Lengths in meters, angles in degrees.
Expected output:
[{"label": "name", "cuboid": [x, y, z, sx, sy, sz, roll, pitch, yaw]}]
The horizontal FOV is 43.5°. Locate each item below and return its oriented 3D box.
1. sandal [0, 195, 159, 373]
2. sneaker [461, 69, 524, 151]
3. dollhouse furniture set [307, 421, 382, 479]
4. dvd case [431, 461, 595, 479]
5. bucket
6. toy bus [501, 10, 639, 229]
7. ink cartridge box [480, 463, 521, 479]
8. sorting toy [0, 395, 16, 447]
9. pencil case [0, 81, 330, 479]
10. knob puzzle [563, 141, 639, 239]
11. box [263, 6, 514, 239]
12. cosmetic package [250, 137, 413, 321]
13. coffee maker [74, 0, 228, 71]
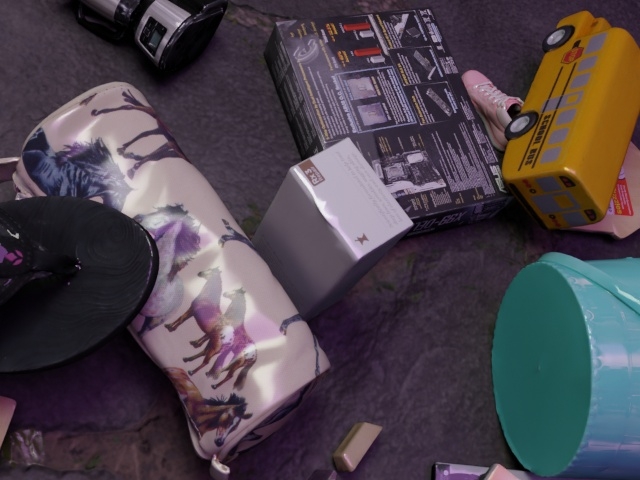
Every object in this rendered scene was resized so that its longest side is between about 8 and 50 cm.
[{"label": "sandal", "cuboid": [-0.374, 0.034, 0.724, 0.446, 0.107, 0.167, 0, 78, 2]}, {"label": "sneaker", "cuboid": [0.252, -0.199, 1.143, 0.051, 0.070, 0.134, -18, 73, -23]}, {"label": "dollhouse furniture set", "cuboid": [0.055, 0.261, 0.876, 0.081, 0.091, 0.114, 49, 57, -12]}, {"label": "dvd case", "cuboid": [0.241, 0.349, 0.892, 0.239, 0.029, 0.179, 6, 65, -1]}, {"label": "bucket", "cuboid": [0.327, 0.143, 0.914, 0.183, 0.281, 0.281, 3, 67, -13]}, {"label": "toy bus", "cuboid": [0.348, -0.174, 1.079, 0.108, 0.130, 0.332, 45, 57, -27]}, {"label": "ink cartridge box", "cuboid": [0.217, 0.351, 0.850, 0.179, 0.045, 0.145, 35, 68, 16]}, {"label": "sorting toy", "cuboid": [-0.378, 0.210, 0.757, 0.132, 0.046, 0.274, 18, 62, -11]}, {"label": "pencil case", "cuboid": [-0.158, 0.040, 0.845, 0.183, 0.160, 0.410, -34, 81, -15]}, {"label": "knob puzzle", "cuboid": [0.412, -0.087, 1.173, 0.213, 0.030, 0.213, 7, 65, -16]}, {"label": "box", "cuboid": [0.088, -0.155, 1.063, 0.242, 0.076, 0.307, -13, 72, -24]}, {"label": "cosmetic package", "cuboid": [0.000, 0.000, 0.875, 0.085, 0.231, 0.117, -31, 81, -28]}, {"label": "coffee maker", "cuboid": [-0.209, -0.315, 1.004, 0.178, 0.120, 0.171, 38, 60, -1]}]
